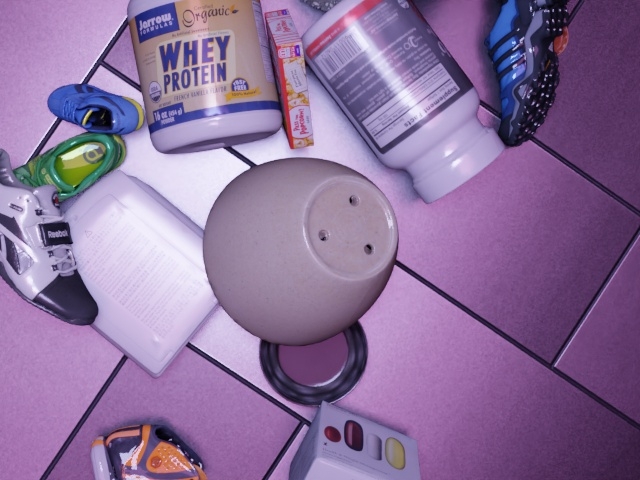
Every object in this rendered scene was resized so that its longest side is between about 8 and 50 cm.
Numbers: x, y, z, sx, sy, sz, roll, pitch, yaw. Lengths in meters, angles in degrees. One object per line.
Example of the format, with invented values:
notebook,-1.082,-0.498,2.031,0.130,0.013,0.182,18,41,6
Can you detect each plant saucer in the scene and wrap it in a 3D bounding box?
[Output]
plant saucer,0.418,-0.379,1.822,0.083,0.013,0.083,0,90,-4

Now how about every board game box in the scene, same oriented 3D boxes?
board game box,-0.052,-0.275,1.671,0.045,0.147,0.193,-11,125,-5

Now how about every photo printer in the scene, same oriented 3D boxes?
photo printer,-0.321,0.049,1.707,0.307,0.107,0.256,39,87,-4

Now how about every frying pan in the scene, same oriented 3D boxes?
frying pan,-0.047,0.145,1.762,0.197,0.053,0.326,-32,91,-4

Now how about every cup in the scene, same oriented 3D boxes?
cup,0.000,0.000,1.621,0.331,0.237,0.331,5,77,-25

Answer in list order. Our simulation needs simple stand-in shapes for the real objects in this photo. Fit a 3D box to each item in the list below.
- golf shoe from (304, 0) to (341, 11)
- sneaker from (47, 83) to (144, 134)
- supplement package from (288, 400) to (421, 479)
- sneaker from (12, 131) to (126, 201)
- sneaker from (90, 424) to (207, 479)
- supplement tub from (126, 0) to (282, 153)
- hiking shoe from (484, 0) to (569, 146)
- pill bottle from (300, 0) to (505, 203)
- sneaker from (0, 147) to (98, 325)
golf shoe,-0.023,-0.471,1.736,0.176,0.069,0.086,30,71,17
sneaker,-0.402,-0.224,1.671,0.209,0.082,0.069,16,111,29
supplement package,0.056,0.413,1.678,0.194,0.203,0.149,23,107,-5
sneaker,-0.472,-0.104,1.685,0.295,0.123,0.109,-37,94,-4
sneaker,-0.276,0.475,1.705,0.180,0.124,0.321,-15,91,-4
supplement tub,-0.200,-0.319,1.658,0.228,0.228,0.316,-11,91,-5
hiking shoe,0.360,-0.325,1.785,0.132,0.113,0.304,20,106,37
pill bottle,0.143,-0.256,1.700,0.210,0.210,0.363,-37,94,-4
sneaker,-0.458,-0.010,1.582,0.146,0.122,0.330,-44,87,11
